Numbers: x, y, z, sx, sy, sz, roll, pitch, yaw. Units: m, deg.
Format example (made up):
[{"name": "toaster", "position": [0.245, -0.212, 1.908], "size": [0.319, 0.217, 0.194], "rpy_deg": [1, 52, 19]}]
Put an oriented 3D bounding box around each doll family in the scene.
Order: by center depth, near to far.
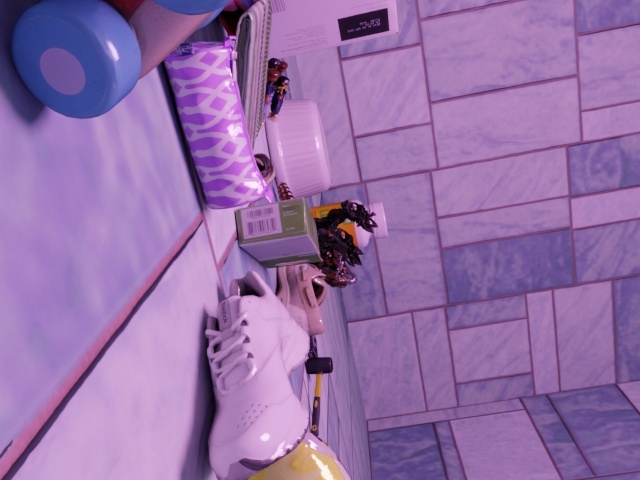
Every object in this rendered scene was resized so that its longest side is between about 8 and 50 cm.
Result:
[{"name": "doll family", "position": [-0.099, -0.311, 1.197], "size": [0.111, 0.076, 0.193], "rpy_deg": [-62, -151, 31]}]

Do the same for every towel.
[{"name": "towel", "position": [-0.113, -0.255, 0.939], "size": [0.325, 0.038, 0.248], "rpy_deg": [-89, -173, -61]}]

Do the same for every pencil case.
[{"name": "pencil case", "position": [-0.120, -0.139, 0.710], "size": [0.086, 0.088, 0.206], "rpy_deg": [-86, 166, -62]}]

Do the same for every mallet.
[{"name": "mallet", "position": [-0.016, 0.344, 1.324], "size": [0.039, 0.062, 0.190], "rpy_deg": [73, 23, -46]}]

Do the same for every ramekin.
[{"name": "ramekin", "position": [-0.050, -0.232, 1.495], "size": [0.273, 0.127, 0.273], "rpy_deg": [-10, 90, -85]}]

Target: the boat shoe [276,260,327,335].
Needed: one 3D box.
[{"name": "boat shoe", "position": [-0.032, 0.103, 1.183], "size": [0.302, 0.098, 0.109], "rpy_deg": [-88, 167, -68]}]

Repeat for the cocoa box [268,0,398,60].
[{"name": "cocoa box", "position": [-0.012, -0.609, 1.387], "size": [0.231, 0.347, 0.228], "rpy_deg": [70, 11, -62]}]

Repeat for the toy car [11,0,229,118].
[{"name": "toy car", "position": [-0.144, -0.247, 0.381], "size": [0.238, 0.210, 0.219], "rpy_deg": [48, 32, -21]}]

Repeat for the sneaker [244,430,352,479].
[{"name": "sneaker", "position": [-0.011, 0.387, 0.605], "size": [0.147, 0.145, 0.385], "rpy_deg": [67, 13, -72]}]

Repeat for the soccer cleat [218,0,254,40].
[{"name": "soccer cleat", "position": [-0.157, -0.430, 0.954], "size": [0.248, 0.083, 0.095], "rpy_deg": [74, 12, -71]}]

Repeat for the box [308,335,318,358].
[{"name": "box", "position": [-0.023, 0.255, 1.457], "size": [0.083, 0.018, 0.067], "rpy_deg": [73, 9, -55]}]

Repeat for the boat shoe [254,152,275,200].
[{"name": "boat shoe", "position": [-0.108, -0.118, 1.000], "size": [0.152, 0.056, 0.049], "rpy_deg": [-92, 176, -58]}]

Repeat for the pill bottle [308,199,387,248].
[{"name": "pill bottle", "position": [0.056, -0.037, 1.631], "size": [0.136, 0.245, 0.136], "rpy_deg": [-10, 90, -85]}]

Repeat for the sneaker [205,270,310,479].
[{"name": "sneaker", "position": [-0.084, 0.137, 0.644], "size": [0.129, 0.111, 0.297], "rpy_deg": [62, 7, -19]}]

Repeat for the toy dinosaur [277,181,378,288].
[{"name": "toy dinosaur", "position": [0.000, 0.000, 1.405], "size": [0.322, 0.218, 0.164], "rpy_deg": [32, 57, -43]}]

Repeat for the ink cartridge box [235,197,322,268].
[{"name": "ink cartridge box", "position": [-0.062, -0.006, 0.991], "size": [0.209, 0.109, 0.062], "rpy_deg": [61, 20, -75]}]

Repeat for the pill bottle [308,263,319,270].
[{"name": "pill bottle", "position": [-0.031, 0.115, 1.379], "size": [0.116, 0.065, 0.065], "rpy_deg": [-93, 172, -48]}]
